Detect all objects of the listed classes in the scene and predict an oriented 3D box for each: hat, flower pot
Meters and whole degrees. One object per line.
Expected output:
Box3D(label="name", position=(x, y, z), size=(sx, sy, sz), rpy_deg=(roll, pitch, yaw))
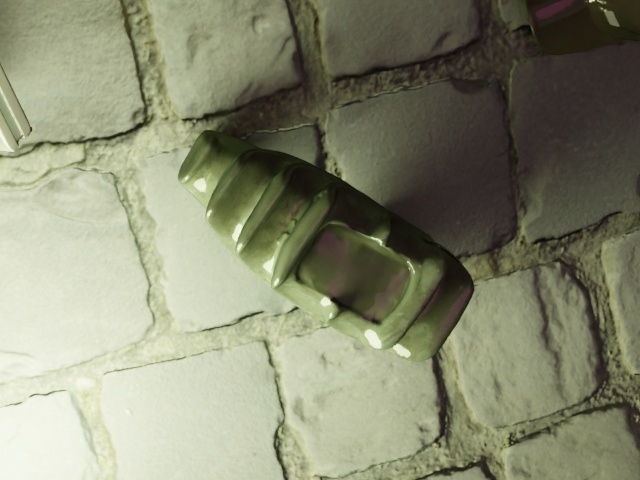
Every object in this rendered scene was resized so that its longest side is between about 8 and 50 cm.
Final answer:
Box3D(label="hat", position=(0.373, -0.315, 1.784), size=(0.173, 0.144, 0.166), rpy_deg=(-31, 110, -27))
Box3D(label="flower pot", position=(0.000, 0.000, 1.710), size=(0.367, 0.254, 0.164), rpy_deg=(31, 97, -21))

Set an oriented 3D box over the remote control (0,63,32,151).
Box3D(label="remote control", position=(-0.436, -0.221, 1.567), size=(0.103, 0.055, 0.277), rpy_deg=(8, 138, 26))
